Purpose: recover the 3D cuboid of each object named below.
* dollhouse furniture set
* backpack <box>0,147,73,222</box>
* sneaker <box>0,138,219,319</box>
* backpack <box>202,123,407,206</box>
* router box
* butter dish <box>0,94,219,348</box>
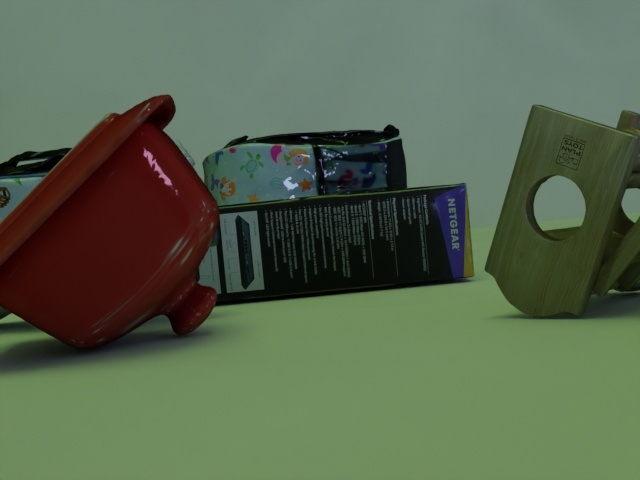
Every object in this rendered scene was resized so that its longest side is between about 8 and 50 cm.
[{"bbox_3d":[0.210,0.001,0.454,0.181,0.101,0.161,-6,26,-45],"label":"dollhouse furniture set"},{"bbox_3d":[-0.371,-0.035,1.227,0.263,0.213,0.276,-13,7,1],"label":"backpack"},{"bbox_3d":[-0.185,0.022,0.641,0.258,0.091,0.094,-29,-6,30],"label":"sneaker"},{"bbox_3d":[-0.032,-0.059,1.155,0.253,0.191,0.225,2,-4,-17],"label":"backpack"},{"bbox_3d":[0.000,0.000,0.833,0.242,0.081,0.309,-6,1,0],"label":"router box"},{"bbox_3d":[-0.111,0.007,0.499,0.160,0.118,0.160,-47,9,-3],"label":"butter dish"}]
